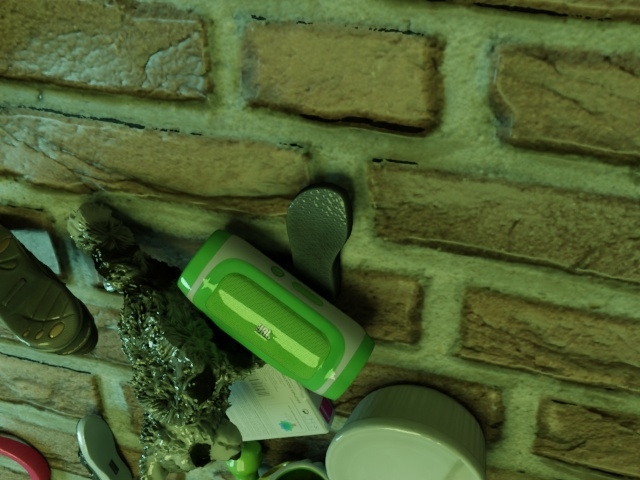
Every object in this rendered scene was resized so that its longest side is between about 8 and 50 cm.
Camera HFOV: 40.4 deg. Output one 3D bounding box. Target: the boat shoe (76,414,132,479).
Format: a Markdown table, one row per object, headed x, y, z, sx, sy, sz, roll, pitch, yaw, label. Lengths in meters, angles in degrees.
| x | y | z | sx | sy | sz | roll | pitch | yaw | label |
| --- | --- | --- | --- | --- | --- | --- | --- | --- | --- |
| -0.468 | 0.450 | 1.820 | 0.076 | 0.080 | 0.228 | 1 | 132 | 24 | boat shoe |

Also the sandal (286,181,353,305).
| x | y | z | sx | sy | sz | roll | pitch | yaw | label |
| --- | --- | --- | --- | --- | --- | --- | --- | --- | --- |
| -0.001 | 0.000 | 1.299 | 0.097 | 0.054 | 0.254 | 23 | 141 | 12 | sandal |

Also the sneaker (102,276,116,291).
| x | y | z | sx | sy | sz | roll | pitch | yaw | label |
| --- | --- | --- | --- | --- | --- | --- | --- | --- | --- |
| -0.332 | 0.058 | 1.476 | 0.098 | 0.038 | 0.069 | 5 | 129 | 17 | sneaker |

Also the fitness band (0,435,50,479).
| x | y | z | sx | sy | sz | roll | pitch | yaw | label |
| --- | --- | --- | --- | --- | --- | --- | --- | --- | --- |
| -0.732 | 0.539 | 2.009 | 0.209 | 0.054 | 0.291 | 27 | 132 | -4 | fitness band |

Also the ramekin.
| x | y | z | sx | sy | sz | roll | pitch | yaw | label |
| --- | --- | --- | --- | --- | --- | --- | --- | --- | --- |
| 0.155 | 0.361 | 1.465 | 0.273 | 0.127 | 0.273 | 11 | 129 | 14 | ramekin |

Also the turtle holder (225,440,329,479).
| x | y | z | sx | sy | sz | roll | pitch | yaw | label |
| --- | --- | --- | --- | --- | --- | --- | --- | --- | --- |
| -0.036 | 0.500 | 1.599 | 0.243 | 0.320 | 0.227 | -10 | 131 | -8 | turtle holder |

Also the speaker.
| x | y | z | sx | sy | sz | roll | pitch | yaw | label |
| --- | --- | --- | --- | --- | --- | --- | --- | --- | --- |
| -0.067 | 0.112 | 1.320 | 0.296 | 0.131 | 0.131 | 36 | 131 | 0 | speaker |

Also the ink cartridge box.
| x | y | z | sx | sy | sz | roll | pitch | yaw | label |
| --- | --- | --- | --- | --- | --- | --- | --- | --- | --- |
| -0.149 | 0.277 | 1.561 | 0.311 | 0.065 | 0.186 | -14 | 119 | 26 | ink cartridge box |

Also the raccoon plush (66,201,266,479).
| x | y | z | sx | sy | sz | roll | pitch | yaw | label |
| --- | --- | --- | --- | --- | --- | --- | --- | --- | --- |
| -0.276 | 0.179 | 1.442 | 0.446 | 0.216 | 0.299 | 49 | 124 | 20 | raccoon plush |

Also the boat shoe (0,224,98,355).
| x | y | z | sx | sy | sz | roll | pitch | yaw | label |
| --- | --- | --- | --- | --- | --- | --- | --- | --- | --- |
| -0.500 | 0.090 | 1.454 | 0.355 | 0.132 | 0.130 | 37 | 168 | 33 | boat shoe |
